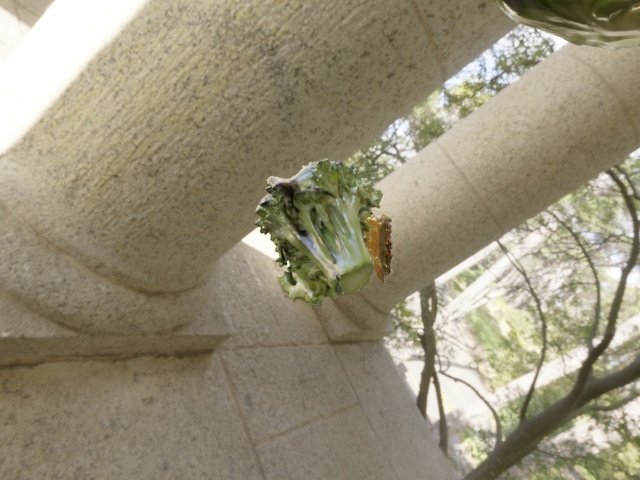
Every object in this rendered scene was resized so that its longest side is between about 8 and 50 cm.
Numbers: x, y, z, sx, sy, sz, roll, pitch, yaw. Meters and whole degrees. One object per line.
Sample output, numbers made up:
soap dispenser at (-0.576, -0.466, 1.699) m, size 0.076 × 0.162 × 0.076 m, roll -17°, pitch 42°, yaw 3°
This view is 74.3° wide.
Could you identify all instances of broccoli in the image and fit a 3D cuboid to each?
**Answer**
broccoli at (0.000, 0.000, 0.727) m, size 0.247 × 0.263 × 0.243 m, roll 34°, pitch 14°, yaw -38°

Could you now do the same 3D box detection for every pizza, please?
pizza at (0.152, 0.013, 1.092) m, size 0.188 × 0.062 × 0.199 m, roll 15°, pitch -57°, yaw 69°

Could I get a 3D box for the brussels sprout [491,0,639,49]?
brussels sprout at (0.402, -0.424, 0.599) m, size 0.315 × 0.276 × 0.371 m, roll 26°, pitch 28°, yaw -22°
